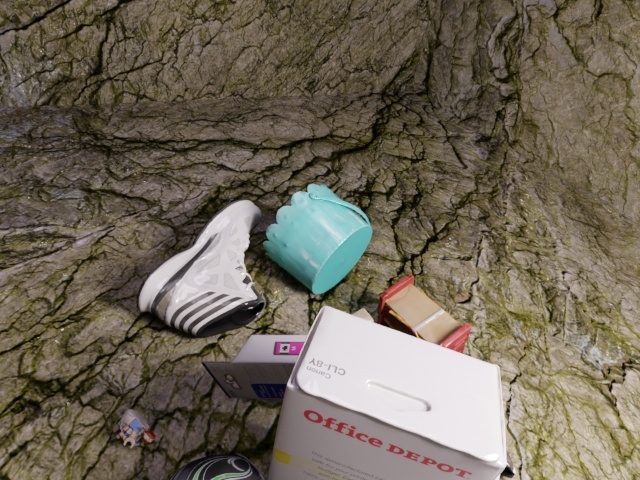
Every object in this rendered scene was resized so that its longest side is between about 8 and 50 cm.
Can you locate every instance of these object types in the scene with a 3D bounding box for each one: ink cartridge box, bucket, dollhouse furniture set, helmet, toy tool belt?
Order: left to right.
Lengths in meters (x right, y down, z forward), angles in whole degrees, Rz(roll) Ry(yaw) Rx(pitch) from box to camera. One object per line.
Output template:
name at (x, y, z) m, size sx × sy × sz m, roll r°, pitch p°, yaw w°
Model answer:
toy tool belt at (-0.349, 0.360, 0.788) m, size 0.083 × 0.052 × 0.051 m, roll 33°, pitch 73°, yaw 30°
helmet at (-0.175, 0.427, 0.649) m, size 0.161 × 0.169 × 0.169 m, roll -8°, pitch 39°, yaw -48°
ink cartridge box at (-0.019, 0.248, 0.805) m, size 0.371 × 0.175 × 0.069 m, roll -3°, pitch 49°, yaw 7°
bucket at (0.000, 0.000, 1.169) m, size 0.183 × 0.281 × 0.281 m, roll 40°, pitch 45°, yaw 20°
ink cartridge box at (0.078, 0.322, 0.668) m, size 0.279 × 0.384 × 0.160 m, roll 18°, pitch 38°, yaw 7°
dollhouse furniture set at (0.144, 0.267, 0.993) m, size 0.374 × 0.152 × 0.201 m, roll -30°, pitch 52°, yaw -20°

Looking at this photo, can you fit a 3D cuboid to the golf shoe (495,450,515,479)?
golf shoe at (0.298, 0.445, 0.827) m, size 0.198 × 0.077 × 0.094 m, roll -7°, pitch 41°, yaw -22°

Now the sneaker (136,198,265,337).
sneaker at (-0.228, 0.082, 1.116) m, size 0.257 × 0.169 × 0.447 m, roll 30°, pitch 47°, yaw 8°
